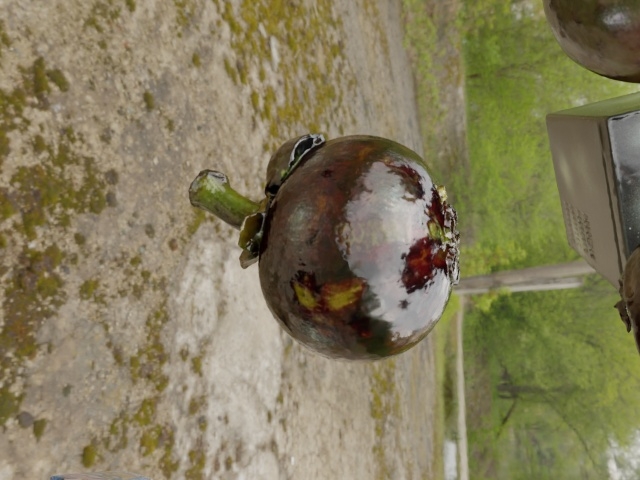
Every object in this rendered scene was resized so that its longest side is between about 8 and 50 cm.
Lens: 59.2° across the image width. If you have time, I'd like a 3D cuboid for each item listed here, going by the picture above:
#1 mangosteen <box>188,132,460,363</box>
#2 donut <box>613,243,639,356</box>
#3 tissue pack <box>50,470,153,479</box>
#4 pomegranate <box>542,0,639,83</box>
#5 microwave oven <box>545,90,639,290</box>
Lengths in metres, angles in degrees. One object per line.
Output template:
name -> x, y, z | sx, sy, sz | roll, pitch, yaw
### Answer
mangosteen -> 0.000, 0.000, 0.584 | 0.231, 0.289, 0.231 | 12, 90, -72
donut -> 0.397, 0.090, 0.462 | 0.345, 0.136, 0.259 | 24, 45, -22
tissue pack -> -0.412, 0.474, 1.059 | 0.155, 0.115, 0.065 | 26, 63, -55
pomegranate -> 0.297, -0.294, 0.527 | 0.306, 0.242, 0.242 | 51, 18, 5
microwave oven -> 0.578, -0.111, 0.767 | 0.374, 0.432, 0.236 | -56, 133, -73
